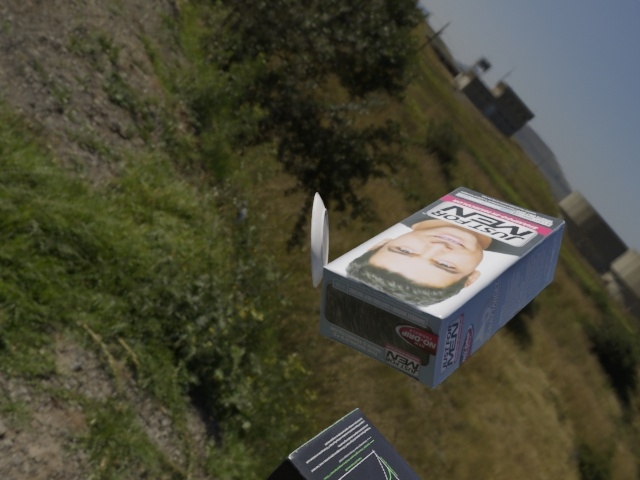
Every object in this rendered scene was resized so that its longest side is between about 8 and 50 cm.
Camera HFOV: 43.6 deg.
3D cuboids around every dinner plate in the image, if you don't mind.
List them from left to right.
[{"bbox_3d":[0.000,0.000,1.176,0.141,0.017,0.141,0,90,-85],"label":"dinner plate"}]

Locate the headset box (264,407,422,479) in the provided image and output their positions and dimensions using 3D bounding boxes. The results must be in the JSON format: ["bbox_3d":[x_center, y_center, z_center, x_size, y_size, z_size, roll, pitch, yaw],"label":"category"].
[{"bbox_3d":[0.028,0.342,0.697,0.283,0.246,0.131,47,27,15],"label":"headset box"}]

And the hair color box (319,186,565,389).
[{"bbox_3d":[0.185,0.049,1.153,0.185,0.113,0.374,22,33,32],"label":"hair color box"}]
